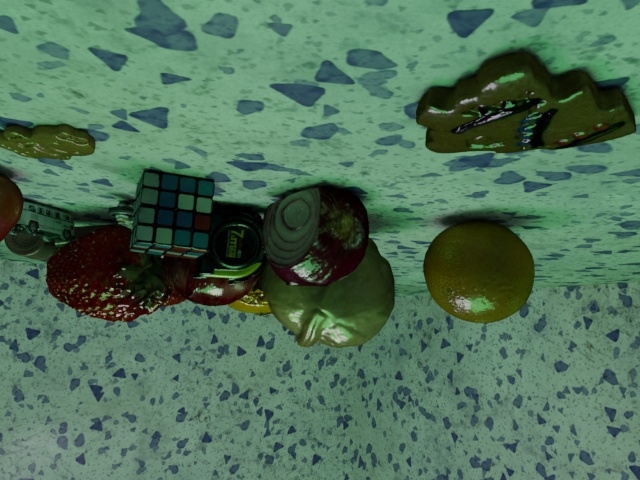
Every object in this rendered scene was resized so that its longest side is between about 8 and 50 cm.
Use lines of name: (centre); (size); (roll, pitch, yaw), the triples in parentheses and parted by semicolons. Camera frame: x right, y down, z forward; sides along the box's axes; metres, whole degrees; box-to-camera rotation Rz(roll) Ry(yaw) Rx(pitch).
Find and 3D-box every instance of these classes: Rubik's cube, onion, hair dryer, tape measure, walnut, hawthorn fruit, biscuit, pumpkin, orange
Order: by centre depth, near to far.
biscuit: (0.279, -0.160, 0.734); (0.302, 0.043, 0.278); (3, 170, -2)
biscuit: (-0.474, -0.166, 0.968); (0.184, 0.027, 0.133); (2, 168, 7)
hawthorn fruit: (-0.747, -0.043, 1.181); (0.197, 0.225, 0.196); (12, 179, 0)
Rubik's cube: (-0.322, -0.051, 1.198); (0.151, 0.154, 0.155); (8, 168, -22)
onion: (0.004, 0.002, 1.242); (0.207, 0.206, 0.216); (11, 168, -36)
orange: (0.395, 0.077, 1.399); (0.274, 0.274, 0.274); (3, 170, 1)
tape measure: (-0.223, 0.011, 1.408); (0.186, 0.199, 0.112); (6, -173, -11)
walnut: (0.024, 0.114, 1.480); (0.382, 0.381, 0.381); (3, 170, 1)
onion: (-0.309, 0.069, 1.583); (0.276, 0.276, 0.276); (3, 170, 1)
hair dryer: (-0.736, -0.007, 1.700); (0.353, 0.125, 0.210); (-3, 171, -2)
pumpkin: (-0.133, 0.120, 1.802); (0.325, 0.232, 0.242); (4, 142, 6)

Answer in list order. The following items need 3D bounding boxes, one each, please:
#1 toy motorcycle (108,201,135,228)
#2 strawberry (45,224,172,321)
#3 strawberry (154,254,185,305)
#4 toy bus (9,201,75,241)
toy motorcycle: (-0.436, -0.057, 1.423); (0.151, 0.074, 0.228); (-1, 168, 7)
strawberry: (-0.617, 0.116, 1.601); (0.351, 0.267, 0.312); (-8, 139, 12)
strawberry: (-0.551, 0.124, 1.954); (0.250, 0.238, 0.288); (9, 149, 27)
toy bus: (-0.755, -0.049, 1.505); (0.087, 0.089, 0.194); (-4, 168, 22)
